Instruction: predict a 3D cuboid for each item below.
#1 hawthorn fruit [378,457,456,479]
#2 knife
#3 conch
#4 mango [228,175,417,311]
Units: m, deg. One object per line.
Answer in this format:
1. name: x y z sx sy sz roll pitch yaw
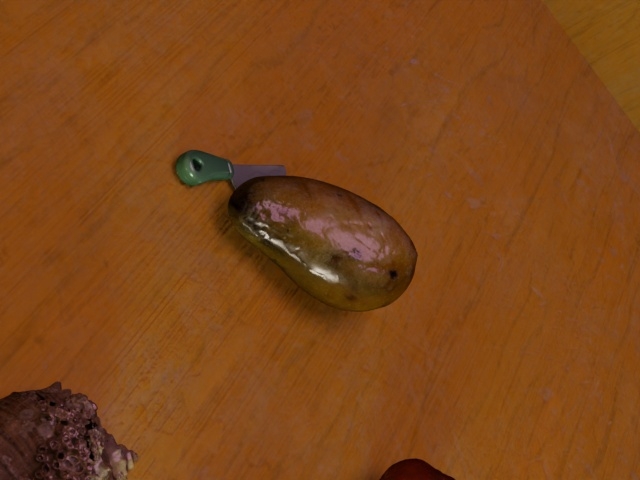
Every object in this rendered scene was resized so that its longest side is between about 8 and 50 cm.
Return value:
1. hawthorn fruit: 0.127 0.432 1.982 0.203 0.163 0.162 -38 97 -36
2. knife: -0.133 -0.105 2.117 0.260 0.035 0.063 4 68 -51
3. conch: -0.337 0.260 1.590 0.245 0.163 0.178 -5 37 -33
4. mango: 0.001 -0.002 2.107 0.330 0.175 0.176 27 13 -10
